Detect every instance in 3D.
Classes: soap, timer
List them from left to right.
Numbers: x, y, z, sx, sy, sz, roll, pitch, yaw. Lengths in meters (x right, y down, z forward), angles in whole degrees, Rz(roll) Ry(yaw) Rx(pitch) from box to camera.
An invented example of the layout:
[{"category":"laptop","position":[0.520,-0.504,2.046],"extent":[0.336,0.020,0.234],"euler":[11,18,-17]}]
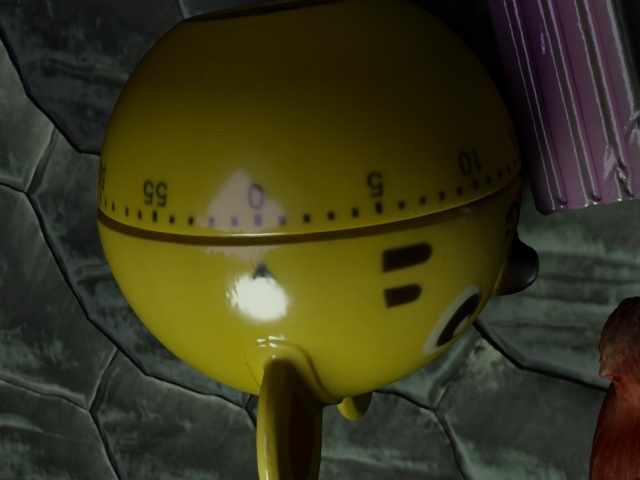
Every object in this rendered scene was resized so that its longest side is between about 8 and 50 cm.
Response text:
[{"category":"timer","position":[0.000,0.000,1.476],"extent":[0.376,0.376,0.386],"euler":[4,106,38]},{"category":"soap","position":[0.207,-0.128,1.441],"extent":[0.122,0.065,0.203],"euler":[-8,100,41]}]

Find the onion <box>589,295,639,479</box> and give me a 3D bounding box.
[{"category":"onion","position":[0.336,0.153,1.269],"extent":[0.341,0.341,0.341],"euler":[14,113,35]}]
